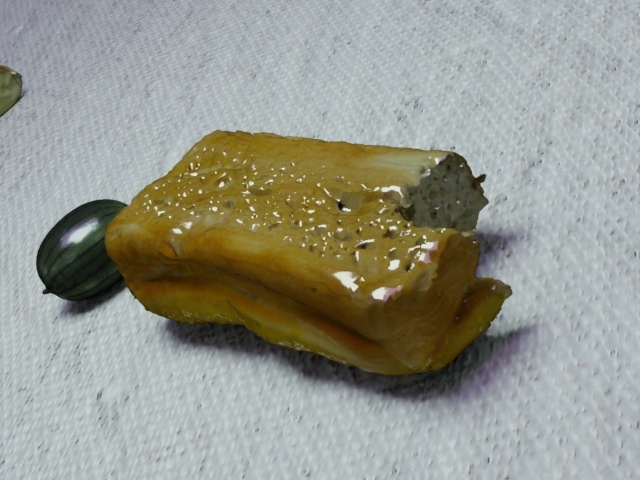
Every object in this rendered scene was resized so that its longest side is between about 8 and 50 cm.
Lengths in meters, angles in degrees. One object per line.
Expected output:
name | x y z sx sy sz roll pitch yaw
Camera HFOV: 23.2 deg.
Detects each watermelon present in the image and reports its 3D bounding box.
watermelon | -0.207 0.009 1.392 0.110 0.078 0.078 -39 28 -14

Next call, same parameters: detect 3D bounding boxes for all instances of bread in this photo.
bread | 0.000 0.000 1.163 0.185 0.109 0.380 -40 29 -27

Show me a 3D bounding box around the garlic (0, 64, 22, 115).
garlic | -0.472 -0.159 1.946 0.101 0.087 0.195 21 53 42
